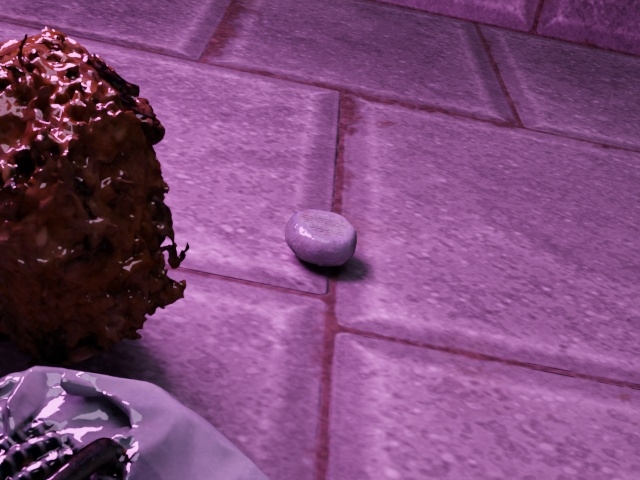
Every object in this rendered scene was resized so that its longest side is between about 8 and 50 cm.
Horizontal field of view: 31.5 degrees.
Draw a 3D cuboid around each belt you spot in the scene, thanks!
[{"bbox_3d":[-0.124,0.177,0.546,0.207,0.150,0.257,25,26,16],"label":"belt"}]

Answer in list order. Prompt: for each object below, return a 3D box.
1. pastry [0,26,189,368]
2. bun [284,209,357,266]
[{"bbox_3d":[-0.224,-0.029,0.865,0.193,0.274,0.275,-15,34,-33],"label":"pastry"},{"bbox_3d":[0.000,0.000,1.157,0.083,0.045,0.083,10,26,-5],"label":"bun"}]
